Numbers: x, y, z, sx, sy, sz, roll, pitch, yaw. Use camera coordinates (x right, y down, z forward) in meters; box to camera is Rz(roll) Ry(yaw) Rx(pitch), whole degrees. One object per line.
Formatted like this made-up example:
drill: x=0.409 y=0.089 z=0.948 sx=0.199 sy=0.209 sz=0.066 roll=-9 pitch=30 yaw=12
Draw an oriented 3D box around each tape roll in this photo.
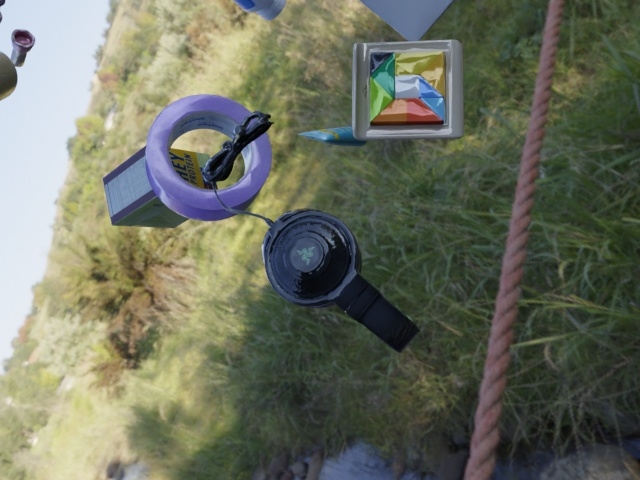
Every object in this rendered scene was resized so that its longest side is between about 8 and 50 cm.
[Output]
tape roll: x=-0.252 y=-0.186 z=1.394 sx=0.090 sy=0.274 sz=0.275 roll=135 pitch=156 yaw=-68

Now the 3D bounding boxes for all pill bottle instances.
pill bottle: x=-0.196 y=-0.684 z=1.633 sx=0.124 sy=0.221 sz=0.124 roll=-19 pitch=57 yaw=33

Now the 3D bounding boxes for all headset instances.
headset: x=0.000 y=0.000 z=0.904 sx=0.185 sy=0.394 sz=0.243 roll=-51 pitch=8 yaw=-1

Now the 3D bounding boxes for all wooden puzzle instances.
wooden puzzle: x=0.188 y=-0.325 z=1.322 sx=0.044 sy=0.238 sz=0.221 roll=73 pitch=-162 yaw=-81

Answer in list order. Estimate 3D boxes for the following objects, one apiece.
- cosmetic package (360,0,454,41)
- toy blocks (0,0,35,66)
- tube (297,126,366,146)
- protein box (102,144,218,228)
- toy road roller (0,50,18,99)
cosmetic package: x=0.188 y=-0.688 z=1.583 sx=0.161 sy=0.230 sz=0.453 roll=-47 pitch=20 yaw=26
toy blocks: x=-0.998 y=-0.596 z=1.710 sx=0.260 sy=0.309 sz=0.289 roll=-36 pitch=21 yaw=49
tube: x=0.039 y=-0.253 z=1.511 sx=0.080 sy=0.207 sz=0.052 roll=12 pitch=106 yaw=35
protein box: x=-0.406 y=-0.131 z=1.581 sx=0.201 sy=0.199 sz=0.136 roll=-25 pitch=74 yaw=35
toy road roller: x=-0.799 y=-0.255 z=1.308 sx=0.202 sy=0.329 sz=0.241 roll=-104 pitch=1 yaw=-65
